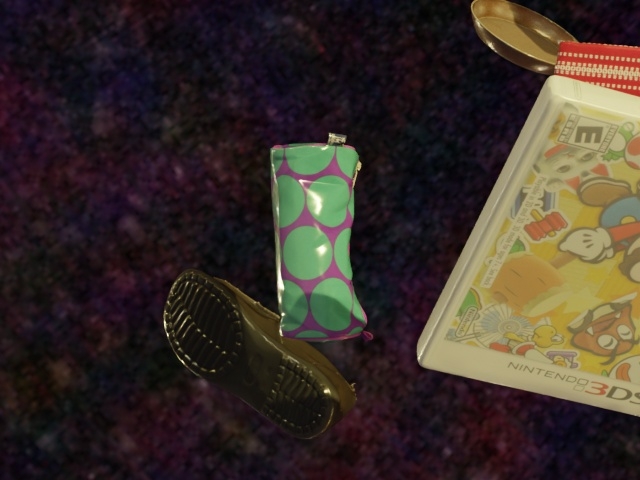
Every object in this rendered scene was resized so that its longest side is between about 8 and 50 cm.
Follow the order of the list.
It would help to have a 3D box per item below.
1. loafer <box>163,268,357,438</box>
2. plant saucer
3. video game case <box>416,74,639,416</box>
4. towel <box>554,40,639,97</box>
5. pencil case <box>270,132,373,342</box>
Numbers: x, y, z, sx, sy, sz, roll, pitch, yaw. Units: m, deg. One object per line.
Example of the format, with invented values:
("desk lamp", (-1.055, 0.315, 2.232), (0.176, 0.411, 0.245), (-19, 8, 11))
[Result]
("loafer", (-0.055, 0.103, 1.202), (0.220, 0.078, 0.080), (39, 106, 31))
("plant saucer", (0.270, -0.264, 1.775), (0.168, 0.168, 0.029), (36, 121, 18))
("video game case", (0.190, 0.019, 0.803), (0.206, 0.026, 0.227), (13, 132, -9))
("towel", (0.316, -0.053, 1.337), (0.198, 0.031, 0.275), (8, 94, 19))
("pencil case", (0.000, 0.000, 1.000), (0.064, 0.070, 0.152), (163, 106, -74))
